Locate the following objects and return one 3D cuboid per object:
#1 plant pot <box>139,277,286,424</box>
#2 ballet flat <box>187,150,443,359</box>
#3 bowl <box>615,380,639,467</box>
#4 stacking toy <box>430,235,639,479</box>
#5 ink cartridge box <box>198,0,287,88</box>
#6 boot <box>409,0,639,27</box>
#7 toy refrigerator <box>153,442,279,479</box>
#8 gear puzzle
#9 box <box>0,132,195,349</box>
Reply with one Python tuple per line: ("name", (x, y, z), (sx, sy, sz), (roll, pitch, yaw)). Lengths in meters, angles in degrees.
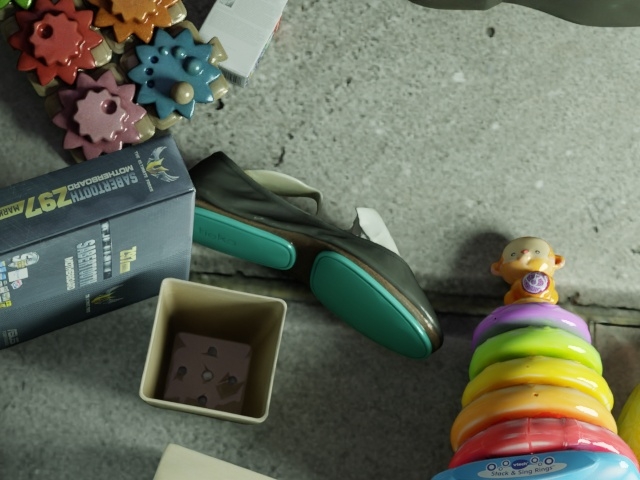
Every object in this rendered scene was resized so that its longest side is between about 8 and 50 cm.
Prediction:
("plant pot", (-0.095, 0.107, 1.538), (0.109, 0.096, 0.109), (11, 70, -3))
("ballet flat", (0.000, 0.000, 1.591), (0.280, 0.095, 0.096), (29, 59, 3))
("bowl", (0.405, 0.202, 1.537), (0.290, 0.156, 0.289), (2, 72, -6))
("stacking toy", (0.189, 0.118, 1.553), (0.175, 0.165, 0.301), (-8, 54, 14))
("ink cartridge box", (-0.073, -0.207, 1.681), (0.063, 0.029, 0.115), (26, 70, 2))
("boot", (0.229, -0.280, 1.708), (0.305, 0.112, 0.115), (8, 60, -2))
("toy refrigerator", (-0.019, 0.265, 1.499), (0.270, 0.094, 0.102), (19, 77, 0))
("gear puzzle", (-0.224, -0.244, 1.606), (0.175, 0.044, 0.339), (-30, 95, -6))
("box", (-0.201, 0.006, 1.487), (0.183, 0.232, 0.059), (-20, 73, -14))
